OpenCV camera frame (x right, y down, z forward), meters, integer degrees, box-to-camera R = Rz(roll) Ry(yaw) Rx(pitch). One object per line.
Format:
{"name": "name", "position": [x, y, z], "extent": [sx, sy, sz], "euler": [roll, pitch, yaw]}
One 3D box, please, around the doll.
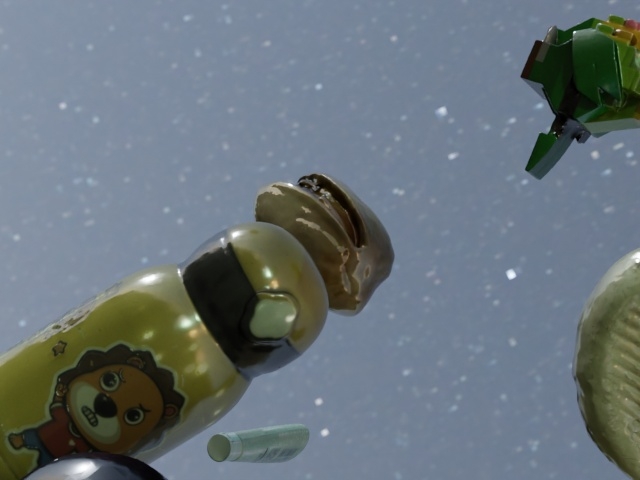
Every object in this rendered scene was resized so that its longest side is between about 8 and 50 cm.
{"name": "doll", "position": [0.273, -0.138, 1.265], "extent": [0.186, 0.106, 0.134], "euler": [-9, -106, 23]}

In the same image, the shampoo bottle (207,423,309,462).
{"name": "shampoo bottle", "position": [-0.083, 0.266, 1.811], "extent": [0.069, 0.190, 0.041], "euler": [-36, -110, 20]}

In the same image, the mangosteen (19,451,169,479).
{"name": "mangosteen", "position": [-0.183, 0.283, 1.171], "extent": [0.216, 0.216, 0.216], "euler": [32, -47, 41]}

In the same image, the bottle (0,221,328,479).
{"name": "bottle", "position": [-0.156, 0.110, 1.331], "extent": [0.172, 0.351, 0.171], "euler": [56, 5, -8]}

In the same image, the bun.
{"name": "bun", "position": [0.308, 0.100, 1.143], "extent": [0.133, 0.231, 0.231], "euler": [-84, 158, -78]}

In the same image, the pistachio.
{"name": "pistachio", "position": [0.000, 0.000, 1.592], "extent": [0.206, 0.129, 0.131], "euler": [47, -47, 44]}
